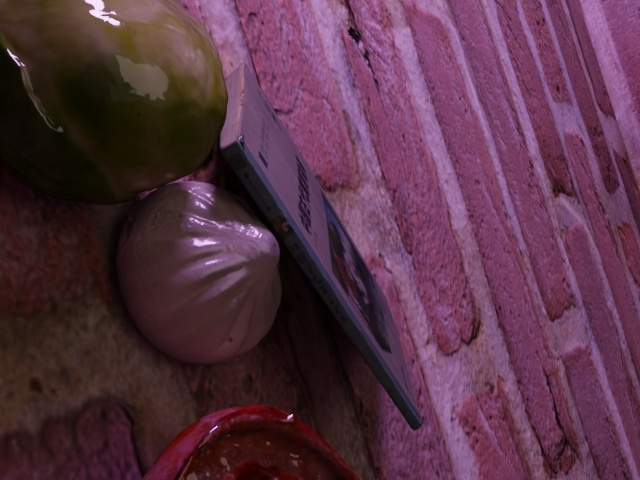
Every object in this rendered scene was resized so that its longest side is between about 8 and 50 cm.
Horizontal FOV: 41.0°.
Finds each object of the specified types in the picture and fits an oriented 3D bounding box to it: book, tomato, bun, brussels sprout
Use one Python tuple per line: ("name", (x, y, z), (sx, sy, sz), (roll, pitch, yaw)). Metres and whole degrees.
("book", (0.000, 0.000, 0.719), (0.283, 0.025, 0.215), (57, 10, -25))
("tomato", (-0.055, 0.220, 0.524), (0.228, 0.101, 0.228), (20, 61, -43))
("bun", (-0.070, 0.018, 0.611), (0.138, 0.094, 0.138), (36, 46, -48))
("brussels sprout", (-0.134, -0.093, 0.542), (0.183, 0.131, 0.145), (17, 38, -52))
